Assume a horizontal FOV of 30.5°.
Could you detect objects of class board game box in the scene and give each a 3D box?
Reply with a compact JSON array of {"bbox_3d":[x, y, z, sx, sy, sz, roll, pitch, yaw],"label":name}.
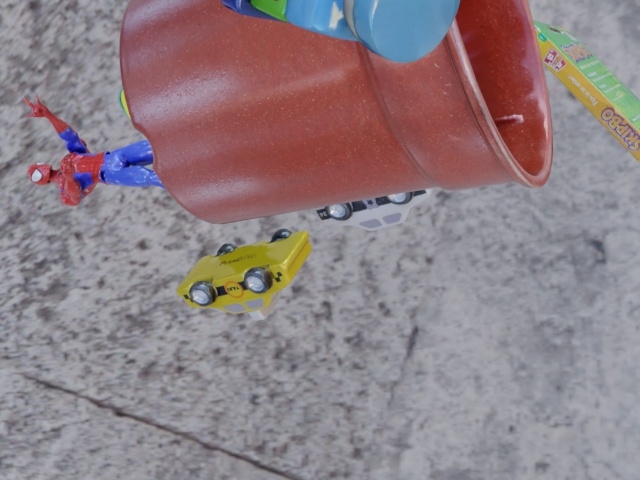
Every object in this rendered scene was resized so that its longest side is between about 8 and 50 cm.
[{"bbox_3d":[0.361,-0.182,1.482,0.124,0.039,0.259,-3,51,-54],"label":"board game box"}]

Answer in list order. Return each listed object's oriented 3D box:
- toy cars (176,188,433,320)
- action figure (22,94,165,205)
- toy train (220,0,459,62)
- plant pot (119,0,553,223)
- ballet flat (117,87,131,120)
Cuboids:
[{"bbox_3d":[0.000,0.000,1.546,0.393,0.176,0.087,-32,113,-4],"label":"toy cars"},{"bbox_3d":[-0.249,-0.105,1.375,0.139,0.280,0.091,46,46,-50],"label":"action figure"},{"bbox_3d":[0.032,-0.222,0.608,0.105,0.143,0.248,2,113,-39],"label":"toy train"},{"bbox_3d":[0.009,-0.140,0.900,0.272,0.265,0.272,46,36,-50],"label":"plant pot"},{"bbox_3d":[-0.203,-0.144,1.700,0.231,0.077,0.077,54,40,-37],"label":"ballet flat"}]
